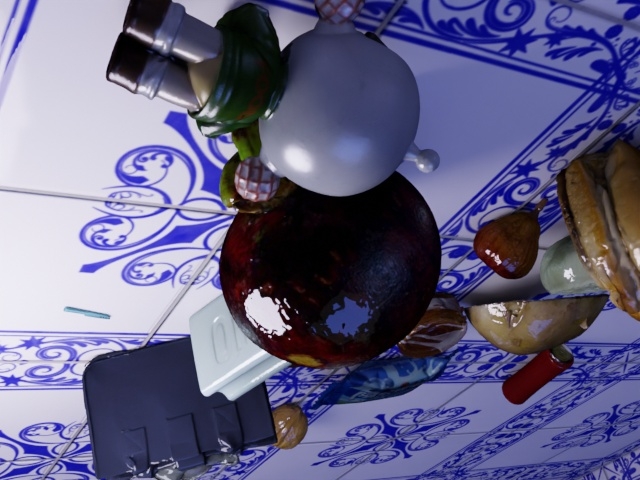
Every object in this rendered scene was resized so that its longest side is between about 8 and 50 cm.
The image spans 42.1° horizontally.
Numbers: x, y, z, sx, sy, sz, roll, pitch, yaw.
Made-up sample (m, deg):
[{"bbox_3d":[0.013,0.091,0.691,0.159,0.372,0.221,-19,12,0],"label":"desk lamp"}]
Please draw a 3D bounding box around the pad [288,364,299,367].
[{"bbox_3d":[0.042,0.203,1.738,0.267,0.004,0.181,-17,150,2],"label":"pad"}]

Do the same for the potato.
[{"bbox_3d":[0.448,0.171,1.695,0.299,0.116,0.239,-5,169,-15],"label":"potato"}]

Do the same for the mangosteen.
[{"bbox_3d":[0.000,0.000,1.105,0.306,0.306,0.360,-20,127,6],"label":"mangosteen"}]

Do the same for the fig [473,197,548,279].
[{"bbox_3d":[0.329,-0.008,1.459,0.119,0.153,0.119,9,-176,-1],"label":"fig"}]

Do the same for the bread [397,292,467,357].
[{"bbox_3d":[0.222,0.175,1.706,0.160,0.073,0.160,-14,145,-10],"label":"bread"}]

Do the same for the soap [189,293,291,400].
[{"bbox_3d":[-0.102,0.144,1.411,0.265,0.160,0.087,-35,145,30],"label":"soap"}]

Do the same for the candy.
[{"bbox_3d":[0.150,0.322,1.920,0.331,0.077,0.187,-6,151,-22],"label":"candy"}]

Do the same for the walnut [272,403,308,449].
[{"bbox_3d":[-0.081,0.445,1.993,0.105,0.105,0.124,14,127,-41],"label":"walnut"}]

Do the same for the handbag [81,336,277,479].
[{"bbox_3d":[-0.254,0.321,1.525,0.325,0.269,0.118,-12,151,-6],"label":"handbag"}]

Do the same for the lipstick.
[{"bbox_3d":[0.561,0.346,2.157,0.080,0.080,0.241,-1,146,-25],"label":"lipstick"}]

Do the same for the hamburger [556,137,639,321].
[{"bbox_3d":[0.522,-0.013,1.329,0.174,0.284,0.304,-35,142,30],"label":"hamburger"}]

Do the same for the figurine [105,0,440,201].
[{"bbox_3d":[-0.041,-0.161,0.914,0.370,0.167,0.281,18,114,-23],"label":"figurine"}]

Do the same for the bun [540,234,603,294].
[{"bbox_3d":[0.510,0.037,1.568,0.195,0.118,0.195,-11,169,-2],"label":"bun"}]

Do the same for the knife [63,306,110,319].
[{"bbox_3d":[-0.390,0.123,1.391,0.014,0.005,0.091,-37,145,30],"label":"knife"}]
